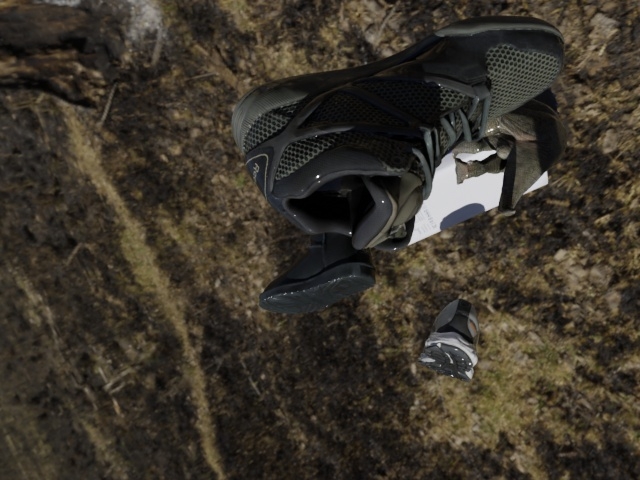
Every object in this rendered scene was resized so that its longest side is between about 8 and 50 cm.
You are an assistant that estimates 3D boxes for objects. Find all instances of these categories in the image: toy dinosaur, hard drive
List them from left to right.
[{"bbox_3d":[0.243,-0.093,1.052,0.319,0.210,0.040,-25,60,12],"label":"hard drive"},{"bbox_3d":[0.248,-0.139,0.756,0.160,0.313,0.121,-10,113,13],"label":"toy dinosaur"}]

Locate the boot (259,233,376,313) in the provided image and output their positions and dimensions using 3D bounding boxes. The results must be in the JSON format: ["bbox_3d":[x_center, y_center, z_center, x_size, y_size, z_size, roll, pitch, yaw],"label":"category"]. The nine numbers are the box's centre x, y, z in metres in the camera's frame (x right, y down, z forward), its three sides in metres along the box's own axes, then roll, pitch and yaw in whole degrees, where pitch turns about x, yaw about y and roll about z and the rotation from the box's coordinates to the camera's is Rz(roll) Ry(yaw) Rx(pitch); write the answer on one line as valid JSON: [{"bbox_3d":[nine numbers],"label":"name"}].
[{"bbox_3d":[-0.001,0.000,0.471,0.121,0.045,0.099,-24,54,39],"label":"boot"}]

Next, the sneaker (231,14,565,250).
[{"bbox_3d":[0.067,-0.064,0.371,0.087,0.228,0.130,84,166,-54],"label":"sneaker"}]

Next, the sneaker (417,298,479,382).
[{"bbox_3d":[0.238,0.182,1.038,0.100,0.108,0.271,18,160,11],"label":"sneaker"}]
